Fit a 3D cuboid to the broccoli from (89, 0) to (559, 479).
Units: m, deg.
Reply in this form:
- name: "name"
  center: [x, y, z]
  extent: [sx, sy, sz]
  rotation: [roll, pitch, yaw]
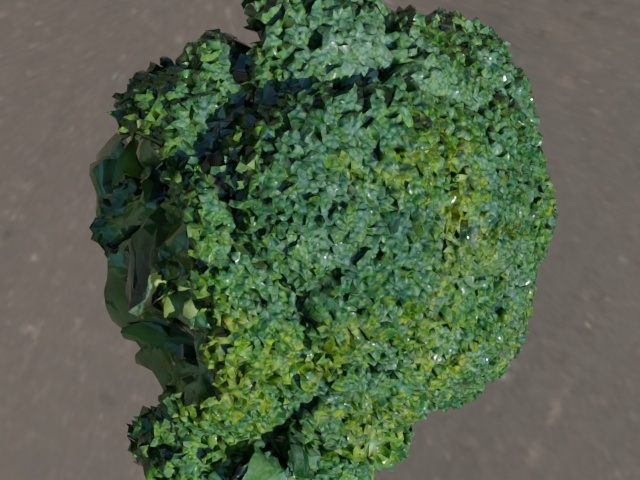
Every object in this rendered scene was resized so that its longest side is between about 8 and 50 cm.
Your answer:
- name: "broccoli"
  center: [0.000, 0.000, 0.578]
  extent: [0.156, 0.195, 0.195]
  rotation: [-14, 103, 36]
